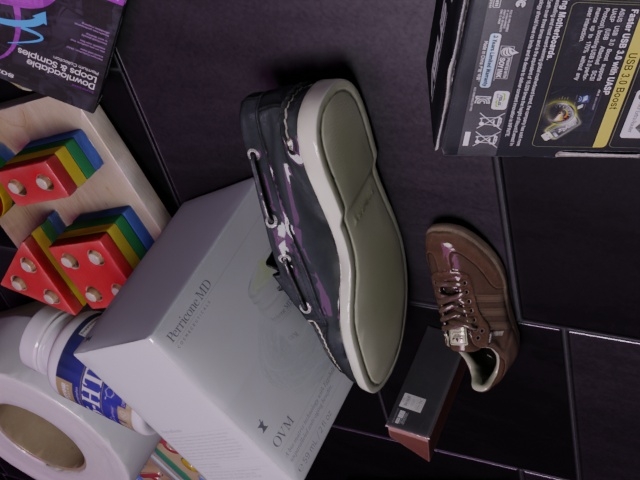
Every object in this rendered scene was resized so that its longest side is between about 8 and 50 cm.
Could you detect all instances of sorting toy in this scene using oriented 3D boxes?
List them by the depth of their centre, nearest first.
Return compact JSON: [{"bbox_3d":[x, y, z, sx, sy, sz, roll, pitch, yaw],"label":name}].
[{"bbox_3d":[-0.301,-0.025,1.151,0.256,0.089,0.257,-6,125,39],"label":"sorting toy"}]

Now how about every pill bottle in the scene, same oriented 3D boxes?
[{"bbox_3d":[-0.258,0.147,1.231,0.187,0.112,0.112,20,142,20],"label":"pill bottle"}]

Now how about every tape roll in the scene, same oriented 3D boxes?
[{"bbox_3d":[-0.359,0.233,1.408,0.286,0.100,0.286,18,141,15],"label":"tape roll"}]

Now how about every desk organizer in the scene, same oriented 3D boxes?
[{"bbox_3d":[0.113,0.158,1.071,0.047,0.130,0.050,14,142,20],"label":"desk organizer"}]

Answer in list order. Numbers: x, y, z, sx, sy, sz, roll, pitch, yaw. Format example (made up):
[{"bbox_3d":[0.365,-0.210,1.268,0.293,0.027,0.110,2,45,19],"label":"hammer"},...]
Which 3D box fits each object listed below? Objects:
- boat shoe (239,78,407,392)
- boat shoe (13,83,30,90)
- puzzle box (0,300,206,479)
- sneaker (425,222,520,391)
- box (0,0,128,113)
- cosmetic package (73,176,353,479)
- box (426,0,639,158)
[{"bbox_3d":[-0.002,0.002,0.974,0.113,0.127,0.340,8,136,28],"label":"boat shoe"},{"bbox_3d":[-0.344,-0.203,1.026,0.153,0.056,0.048,30,139,-11],"label":"boat shoe"},{"bbox_3d":[-0.287,0.241,1.496,0.272,0.052,0.409,-17,122,43],"label":"puzzle box"},{"bbox_3d":[0.146,0.068,0.994,0.066,0.071,0.188,-3,132,36],"label":"sneaker"},{"bbox_3d":[-0.242,-0.200,0.946,0.116,0.029,0.162,21,136,-8],"label":"box"},{"bbox_3d":[-0.083,0.097,1.053,0.138,0.224,0.224,-18,123,45],"label":"cosmetic package"},{"bbox_3d":[0.233,-0.203,0.513,0.319,0.097,0.394,1,140,-1],"label":"box"}]
